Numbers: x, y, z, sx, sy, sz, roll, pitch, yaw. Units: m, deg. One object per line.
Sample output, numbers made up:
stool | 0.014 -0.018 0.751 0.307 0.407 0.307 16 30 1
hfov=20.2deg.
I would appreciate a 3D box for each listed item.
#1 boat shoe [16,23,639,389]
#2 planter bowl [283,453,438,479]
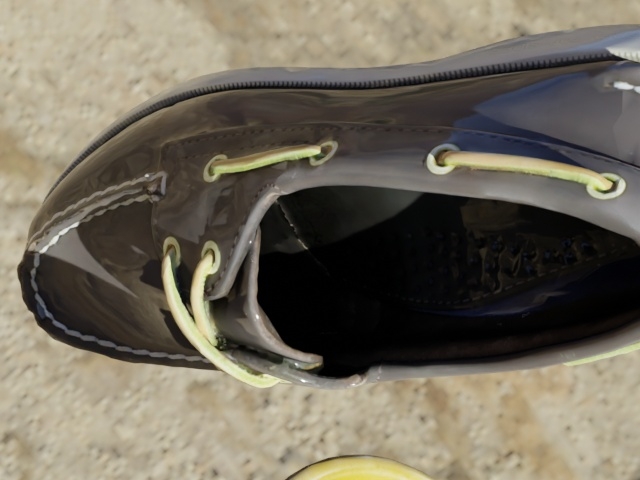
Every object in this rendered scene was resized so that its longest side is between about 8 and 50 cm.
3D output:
boat shoe | 0.000 0.000 0.465 0.081 0.228 0.068 62 38 -23
planter bowl | 0.003 0.168 0.432 0.217 0.090 0.217 41 36 -40
